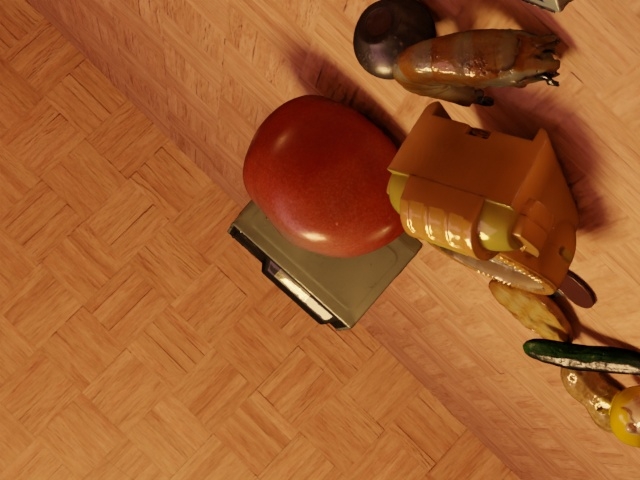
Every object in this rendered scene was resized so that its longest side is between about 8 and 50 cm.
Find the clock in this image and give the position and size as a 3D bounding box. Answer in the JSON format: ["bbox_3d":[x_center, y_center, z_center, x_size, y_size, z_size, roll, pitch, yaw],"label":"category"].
[{"bbox_3d":[0.263,-0.039,1.651,0.244,0.200,0.317,24,171,38],"label":"clock"}]

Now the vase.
[{"bbox_3d":[0.126,-0.269,1.571,0.120,0.120,0.183,35,-177,38],"label":"vase"}]

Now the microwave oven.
[{"bbox_3d":[0.000,0.000,2.505,0.355,0.286,0.218,41,170,-3],"label":"microwave oven"}]

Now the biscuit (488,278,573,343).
[{"bbox_3d":[0.411,0.135,2.121,0.203,0.041,0.260,44,172,10],"label":"biscuit"}]

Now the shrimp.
[{"bbox_3d":[0.184,-0.214,1.445,0.185,0.068,0.287,9,170,-8],"label":"shrimp"}]

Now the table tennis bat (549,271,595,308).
[{"bbox_3d":[0.435,0.087,1.952,0.095,0.014,0.158,43,168,-1],"label":"table tennis bat"}]

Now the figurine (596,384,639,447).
[{"bbox_3d":[0.602,0.320,1.956,0.234,0.127,0.185,49,168,32],"label":"figurine"}]

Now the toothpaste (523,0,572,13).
[{"bbox_3d":[0.154,-0.353,1.245,0.336,0.067,0.081,34,164,40],"label":"toothpaste"}]

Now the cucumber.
[{"bbox_3d":[0.488,0.213,2.006,0.284,0.056,0.056,6,142,47],"label":"cucumber"}]

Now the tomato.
[{"bbox_3d":[0.009,-0.106,2.096,0.341,0.273,0.341,42,168,11],"label":"tomato"}]

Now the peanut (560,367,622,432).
[{"bbox_3d":[0.542,0.300,2.169,0.193,0.089,0.089,44,169,-2],"label":"peanut"}]
